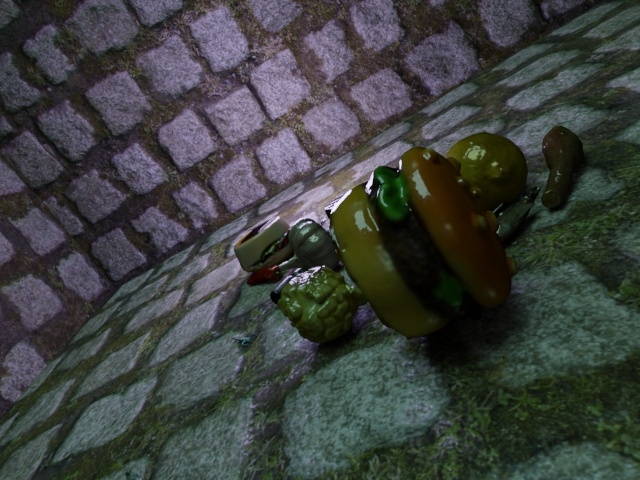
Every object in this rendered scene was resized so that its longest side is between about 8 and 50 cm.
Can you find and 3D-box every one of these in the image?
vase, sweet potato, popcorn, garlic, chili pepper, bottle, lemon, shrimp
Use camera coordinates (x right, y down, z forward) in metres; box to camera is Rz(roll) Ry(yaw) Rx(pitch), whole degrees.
[{"bbox_3d":[-0.099,0.149,1.650,0.059,0.060,0.211,-16,20,41],"label":"vase"},{"bbox_3d":[0.675,-0.221,1.279,0.109,0.109,0.385,-18,29,37],"label":"sweet potato"},{"bbox_3d":[0.006,0.165,1.244,0.216,0.181,0.235,-33,23,-7],"label":"popcorn"},{"bbox_3d":[-0.054,0.048,1.623,0.212,0.219,0.218,-37,19,-15],"label":"garlic"},{"bbox_3d":[-0.220,0.141,1.871,0.272,0.064,0.071,-16,12,47],"label":"chili pepper"},{"bbox_3d":[-0.114,0.145,1.708,0.045,0.045,0.096,-15,27,42],"label":"bottle"},{"bbox_3d":[0.477,-0.202,1.345,0.233,0.234,0.288,-32,14,1],"label":"lemon"},{"bbox_3d":[0.478,-0.047,1.221,0.254,0.059,0.145,-44,11,-17],"label":"shrimp"}]

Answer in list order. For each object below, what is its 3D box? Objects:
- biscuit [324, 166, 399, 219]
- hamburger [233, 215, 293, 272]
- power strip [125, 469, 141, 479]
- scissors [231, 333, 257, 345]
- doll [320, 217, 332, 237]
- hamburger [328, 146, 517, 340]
[{"bbox_3d":[0.210,-0.189,1.917,0.407,0.091,0.407,-28,8,4],"label":"biscuit"},{"bbox_3d":[-0.240,0.026,2.021,0.302,0.170,0.302,-33,13,9],"label":"hamburger"},{"bbox_3d":[-0.472,0.603,1.137,0.055,0.035,0.083,-36,21,-10],"label":"power strip"},{"bbox_3d":[-0.259,0.328,1.523,0.119,0.014,0.058,-7,26,46],"label":"scissors"},{"bbox_3d":[0.002,-0.016,1.867,0.285,0.091,0.203,-33,48,36],"label":"doll"},{"bbox_3d":[0.236,0.000,0.981,0.277,0.396,0.396,-32,17,23],"label":"hamburger"}]
